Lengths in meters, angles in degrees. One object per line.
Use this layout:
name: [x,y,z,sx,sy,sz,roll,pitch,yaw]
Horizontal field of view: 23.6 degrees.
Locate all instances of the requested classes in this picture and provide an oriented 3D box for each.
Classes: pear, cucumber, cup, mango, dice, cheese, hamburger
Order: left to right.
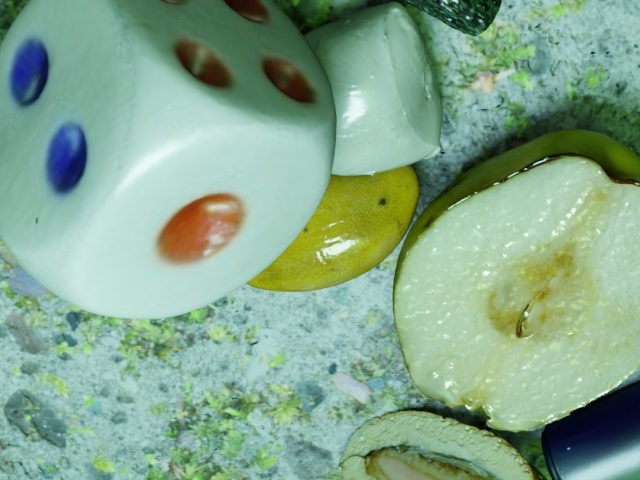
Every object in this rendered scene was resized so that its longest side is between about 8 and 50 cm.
dice: [-0.183,-0.117,1.666,0.277,0.304,0.304,7,133,-39]
mango: [-0.003,-0.022,1.862,0.262,0.157,0.109,-22,161,21]
cheese: [0.041,-0.165,1.783,0.189,0.154,0.198,-12,122,10]
cucumber: [0.091,-0.314,1.742,0.241,0.074,0.074,26,117,-16]
hamburger: [0.199,0.355,2.071,0.209,0.330,0.162,45,68,-46]
pear: [0.253,0.025,1.884,0.340,0.191,0.386,24,115,-16]
cup: [0.461,0.307,2.077,0.256,0.178,0.255,-26,118,15]
